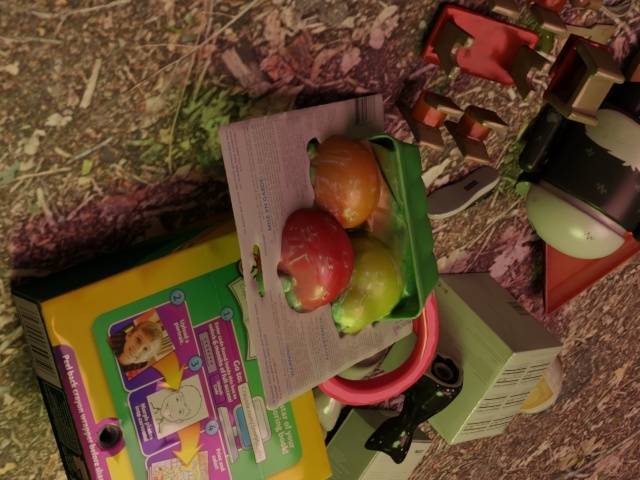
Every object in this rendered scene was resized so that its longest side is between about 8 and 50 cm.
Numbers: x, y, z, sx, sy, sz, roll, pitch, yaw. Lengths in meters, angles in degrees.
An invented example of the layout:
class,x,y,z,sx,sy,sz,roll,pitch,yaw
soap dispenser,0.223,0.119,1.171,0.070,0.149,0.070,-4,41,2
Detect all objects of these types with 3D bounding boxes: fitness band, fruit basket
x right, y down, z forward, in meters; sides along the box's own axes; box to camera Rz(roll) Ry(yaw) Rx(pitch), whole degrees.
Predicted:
class,x,y,z,sx,sy,sz,roll,pitch,yaw
fitness band,0.064,0.107,1.793,0.209,0.054,0.291,-18,119,-11
fruit basket,0.000,0.000,1.501,0.353,0.165,0.327,-19,102,-50

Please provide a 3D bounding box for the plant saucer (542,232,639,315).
class,x,y,z,sx,sy,sz,roll,pitch,yaw
plant saucer,0.483,-0.015,2.177,0.259,0.048,0.258,-34,145,-14

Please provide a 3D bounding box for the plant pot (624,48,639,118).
class,x,y,z,sx,sy,sz,roll,pitch,yaw
plant pot,0.561,-0.275,1.980,0.236,0.032,0.236,-28,144,-22

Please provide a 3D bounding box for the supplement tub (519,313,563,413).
class,x,y,z,sx,sy,sz,roll,pitch,yaw
supplement tub,0.359,0.224,2.228,0.144,0.144,0.199,-41,147,-2

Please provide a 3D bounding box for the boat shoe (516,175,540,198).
class,x,y,z,sx,sy,sz,roll,pitch,yaw
boat shoe,0.360,-0.082,1.984,0.125,0.046,0.038,24,68,-38

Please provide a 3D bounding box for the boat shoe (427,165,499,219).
class,x,y,z,sx,sy,sz,roll,pitch,yaw
boat shoe,0.213,-0.063,1.847,0.142,0.049,0.040,-29,145,-23

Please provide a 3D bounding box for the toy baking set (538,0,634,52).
class,x,y,z,sx,sy,sz,roll,pitch,yaw
toy baking set,0.380,-0.346,1.716,0.197,0.030,0.256,-29,144,-20

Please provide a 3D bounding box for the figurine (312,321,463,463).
class,x,y,z,sx,sy,sz,roll,pitch,yaw
figurine,0.085,0.248,1.962,0.209,0.215,0.092,-60,-173,31

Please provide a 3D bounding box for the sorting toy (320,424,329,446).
class,x,y,z,sx,sy,sz,roll,pitch,yaw
sorting toy,-0.058,0.408,2.100,0.307,0.041,0.229,-14,137,-36

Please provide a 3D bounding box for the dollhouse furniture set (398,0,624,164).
class,x,y,z,sx,sy,sz,roll,pitch,yaw
dollhouse furniture set,0.256,-0.242,1.624,0.259,0.135,0.262,13,120,-26

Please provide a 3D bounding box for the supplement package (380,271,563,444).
class,x,y,z,sx,sy,sz,roll,pitch,yaw
supplement package,0.247,0.191,2.032,0.149,0.194,0.203,0,129,-46

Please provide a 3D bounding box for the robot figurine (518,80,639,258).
class,x,y,z,sx,sy,sz,roll,pitch,yaw
robot figurine,0.432,-0.106,1.877,0.278,0.209,0.173,-58,148,5

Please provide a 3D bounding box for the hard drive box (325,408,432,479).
class,x,y,z,sx,sy,sz,roll,pitch,yaw
hard drive box,0.066,0.413,2.147,0.232,0.089,0.181,-56,149,10

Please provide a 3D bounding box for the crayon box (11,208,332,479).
class,x,y,z,sx,sy,sz,roll,pitch,yaw
crayon box,-0.172,0.180,1.521,0.313,0.106,0.363,-21,108,-30
